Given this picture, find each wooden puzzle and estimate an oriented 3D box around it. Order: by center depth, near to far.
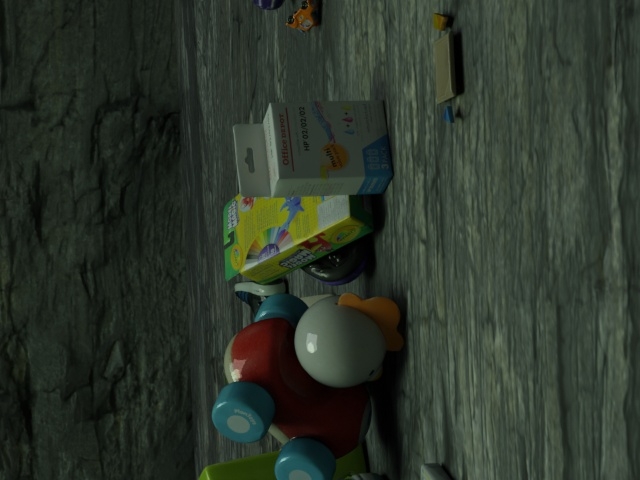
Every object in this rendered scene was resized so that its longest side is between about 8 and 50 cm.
[{"bbox_3d":[0.132,-0.180,1.528,0.078,0.014,0.116,-152,60,-81],"label":"wooden puzzle"}]

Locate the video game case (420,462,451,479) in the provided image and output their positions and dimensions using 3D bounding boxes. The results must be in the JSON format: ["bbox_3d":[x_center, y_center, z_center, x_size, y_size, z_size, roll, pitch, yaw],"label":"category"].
[{"bbox_3d":[0.142,0.381,1.564,0.206,0.026,0.227,-131,40,-71],"label":"video game case"}]

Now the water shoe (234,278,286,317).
[{"bbox_3d":[-0.106,0.109,2.565,0.203,0.073,0.080,169,96,-78],"label":"water shoe"}]

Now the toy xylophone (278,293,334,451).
[{"bbox_3d":[-0.035,0.213,2.228,0.322,0.081,0.236,131,135,-73],"label":"toy xylophone"}]

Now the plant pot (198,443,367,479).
[{"bbox_3d":[-0.044,0.417,2.005,0.228,0.227,0.207,109,148,-59],"label":"plant pot"}]

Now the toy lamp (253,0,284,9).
[{"bbox_3d":[-0.070,-0.483,2.254,0.080,0.080,0.274,-107,19,-50],"label":"toy lamp"}]

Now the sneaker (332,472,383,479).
[{"bbox_3d":[-0.001,0.392,1.770,0.319,0.208,0.127,-118,27,-72],"label":"sneaker"}]

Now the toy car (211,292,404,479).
[{"bbox_3d":[0.021,0.153,1.807,0.238,0.210,0.219,-36,18,35],"label":"toy car"}]

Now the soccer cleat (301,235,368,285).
[{"bbox_3d":[0.000,0.000,2.029,0.116,0.108,0.318,58,172,-29],"label":"soccer cleat"}]

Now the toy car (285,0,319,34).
[{"bbox_3d":[-0.017,-0.333,2.184,0.040,0.060,0.122,45,-171,-4],"label":"toy car"}]

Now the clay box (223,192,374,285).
[{"bbox_3d":[-0.033,-0.031,1.913,0.222,0.053,0.127,-27,51,34],"label":"clay box"}]

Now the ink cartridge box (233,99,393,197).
[{"bbox_3d":[-0.010,-0.112,1.801,0.061,0.181,0.104,117,148,-67],"label":"ink cartridge box"}]
